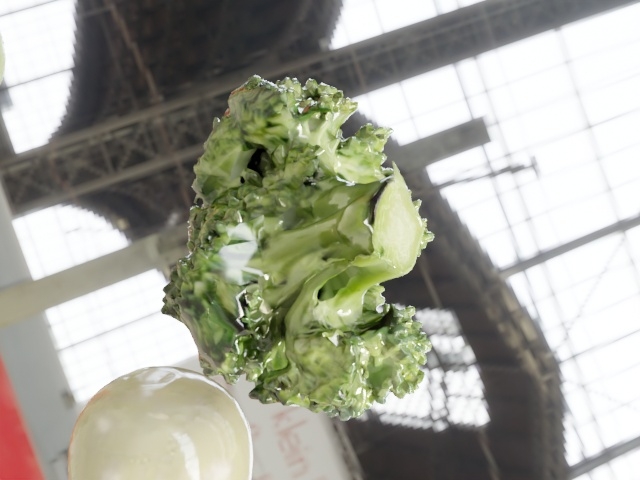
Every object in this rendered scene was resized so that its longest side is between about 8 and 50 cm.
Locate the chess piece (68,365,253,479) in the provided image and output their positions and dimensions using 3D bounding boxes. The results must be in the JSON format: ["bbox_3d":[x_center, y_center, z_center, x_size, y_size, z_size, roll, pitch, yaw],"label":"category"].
[{"bbox_3d":[-0.108,0.228,0.917,0.167,0.167,0.300,31,-55,55],"label":"chess piece"}]

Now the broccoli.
[{"bbox_3d":[-0.011,0.017,1.539,0.277,0.338,0.317,30,5,-32],"label":"broccoli"}]

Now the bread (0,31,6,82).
[{"bbox_3d":[-0.280,-0.164,0.985,0.112,0.036,0.193,-12,-48,29],"label":"bread"}]
